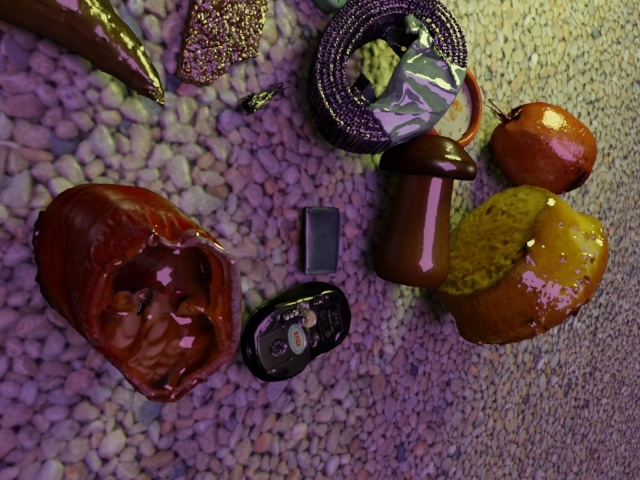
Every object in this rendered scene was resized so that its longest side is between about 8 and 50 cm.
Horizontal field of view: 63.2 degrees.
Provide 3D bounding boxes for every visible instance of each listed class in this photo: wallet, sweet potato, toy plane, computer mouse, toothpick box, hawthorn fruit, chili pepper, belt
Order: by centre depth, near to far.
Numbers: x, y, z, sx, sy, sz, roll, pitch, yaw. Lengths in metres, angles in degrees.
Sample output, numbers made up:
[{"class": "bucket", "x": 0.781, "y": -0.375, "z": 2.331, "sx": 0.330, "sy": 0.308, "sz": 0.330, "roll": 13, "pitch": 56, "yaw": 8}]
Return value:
[{"class": "sweet potato", "x": -0.371, "y": -0.323, "z": 0.651, "sx": 0.422, "sy": 0.130, "sz": 0.131, "roll": 35, "pitch": 74, "yaw": -38}, {"class": "chili pepper", "x": -0.241, "y": 0.062, "z": 0.670, "sx": 0.229, "sy": 0.305, "sz": 0.252, "roll": 0, "pitch": 104, "yaw": -29}, {"class": "toy plane", "x": -0.096, "y": -0.244, "z": 0.893, "sx": 0.120, "sy": 0.049, "sz": 0.031, "roll": -44, "pitch": 119, "yaw": -43}, {"class": "computer mouse", "x": -0.049, "y": 0.158, "z": 0.934, "sx": 0.233, "sy": 0.096, "sz": 0.137, "roll": -18, "pitch": 109, "yaw": -37}, {"class": "belt", "x": 0.118, "y": -0.307, "z": 0.944, "sx": 0.260, "sy": 0.122, "sz": 0.325, "roll": 38, "pitch": 76, "yaw": -3}, {"class": "wallet", "x": 0.000, "y": 0.000, "z": 0.994, "sx": 0.088, "sy": 0.026, "sz": 0.129, "roll": -1, "pitch": 94, "yaw": -39}, {"class": "toothpick box", "x": 0.199, "y": -0.062, "z": 1.039, "sx": 0.192, "sy": 0.192, "sz": 0.295, "roll": 4, "pitch": 99, "yaw": -35}, {"class": "hawthorn fruit", "x": 0.500, "y": -0.235, "z": 1.228, "sx": 0.299, "sy": 0.211, "sz": 0.211, "roll": 37, "pitch": 73, "yaw": -19}]

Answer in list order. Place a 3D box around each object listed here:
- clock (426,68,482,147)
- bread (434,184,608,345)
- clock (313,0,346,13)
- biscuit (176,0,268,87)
[{"class": "clock", "x": 0.278, "y": -0.296, "z": 1.147, "sx": 0.205, "sy": 0.051, "sz": 0.205, "roll": -3, "pitch": 96, "yaw": -33}, {"class": "bread", "x": 0.405, "y": 0.043, "z": 1.099, "sx": 0.204, "sy": 0.336, "sz": 0.358, "roll": 45, "pitch": 61, "yaw": -21}, {"class": "clock", "x": 0.021, "y": -0.498, "z": 0.956, "sx": 0.101, "sy": 0.041, "sz": 0.135, "roll": 37, "pitch": 72, "yaw": -31}, {"class": "biscuit", "x": -0.153, "y": -0.360, "z": 0.855, "sx": 0.131, "sy": 0.026, "sz": 0.237, "roll": 12, "pitch": 86, "yaw": -33}]
